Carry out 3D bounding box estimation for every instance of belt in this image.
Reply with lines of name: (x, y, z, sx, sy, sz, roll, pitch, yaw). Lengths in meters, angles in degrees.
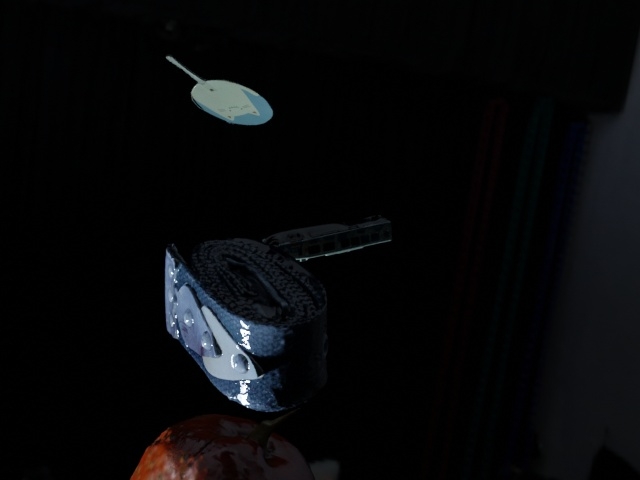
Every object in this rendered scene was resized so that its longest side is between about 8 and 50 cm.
belt: (-0.067, 0.088, 0.986, 0.122, 0.128, 0.218, -8, -158, -25)

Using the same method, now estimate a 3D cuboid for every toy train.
toy train: (0.000, 0.000, 1.464, 0.207, 0.047, 0.043, -11, -161, -16)

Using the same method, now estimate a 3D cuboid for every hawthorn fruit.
hawthorn fruit: (-0.121, 0.334, 1.191, 0.258, 0.262, 0.258, -10, -171, 2)

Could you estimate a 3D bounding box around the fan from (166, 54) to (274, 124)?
fan: (-0.138, -0.196, 1.333, 0.113, 0.005, 0.175, -6, 151, 41)
